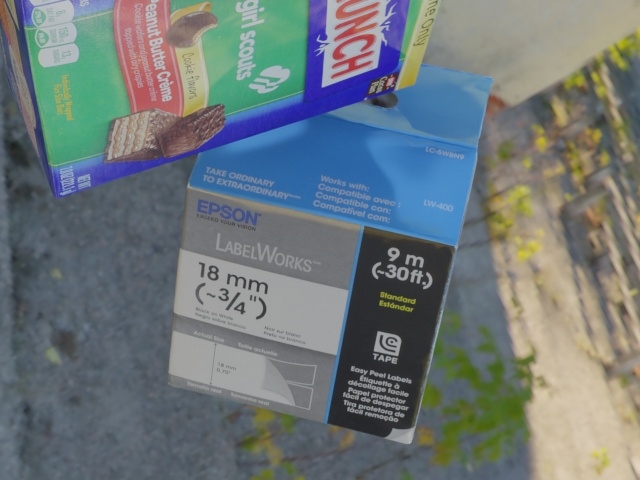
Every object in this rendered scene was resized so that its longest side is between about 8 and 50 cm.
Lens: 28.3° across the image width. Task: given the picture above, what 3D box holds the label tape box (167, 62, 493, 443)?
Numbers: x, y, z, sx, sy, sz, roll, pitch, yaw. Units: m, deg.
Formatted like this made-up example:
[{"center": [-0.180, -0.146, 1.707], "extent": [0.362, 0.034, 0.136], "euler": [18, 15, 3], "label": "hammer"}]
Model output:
[{"center": [0.000, 0.000, 1.132], "extent": [0.240, 0.334, 0.106], "euler": [13, 32, 6], "label": "label tape box"}]

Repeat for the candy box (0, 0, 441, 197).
[{"center": [-0.068, -0.183, 0.914], "extent": [0.268, 0.317, 0.122], "euler": [102, -35, -62], "label": "candy box"}]
